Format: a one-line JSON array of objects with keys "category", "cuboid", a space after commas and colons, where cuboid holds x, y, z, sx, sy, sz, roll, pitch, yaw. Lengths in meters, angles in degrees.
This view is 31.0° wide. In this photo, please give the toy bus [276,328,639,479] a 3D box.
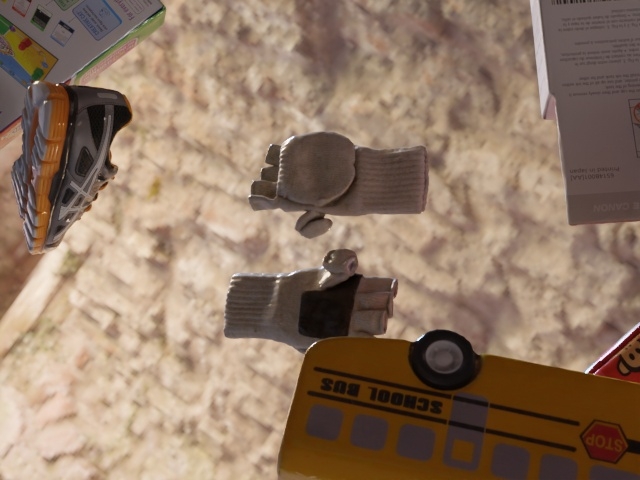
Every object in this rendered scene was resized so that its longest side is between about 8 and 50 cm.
[{"category": "toy bus", "cuboid": [0.143, 0.159, 0.859, 0.333, 0.130, 0.108, 11, -34, 6]}]

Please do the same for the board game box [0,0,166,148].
[{"category": "board game box", "cuboid": [-0.359, -0.232, 1.199, 0.242, 0.316, 0.064, 51, -12, -1]}]

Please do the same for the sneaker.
[{"category": "sneaker", "cuboid": [-0.222, -0.058, 1.020, 0.084, 0.083, 0.215, 66, -31, 24]}]

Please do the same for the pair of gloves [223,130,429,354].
[{"category": "pair of gloves", "cuboid": [0.000, 0.000, 1.211, 0.204, 0.240, 0.042, 9, -10, 28]}]

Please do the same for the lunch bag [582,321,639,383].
[{"category": "lunch bag", "cuboid": [0.315, 0.207, 0.981, 0.258, 0.293, 0.120, 52, 2, 21]}]

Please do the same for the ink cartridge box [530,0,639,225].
[{"category": "ink cartridge box", "cuboid": [0.350, -0.136, 1.039, 0.296, 0.261, 0.066, -3, -18, 3]}]
